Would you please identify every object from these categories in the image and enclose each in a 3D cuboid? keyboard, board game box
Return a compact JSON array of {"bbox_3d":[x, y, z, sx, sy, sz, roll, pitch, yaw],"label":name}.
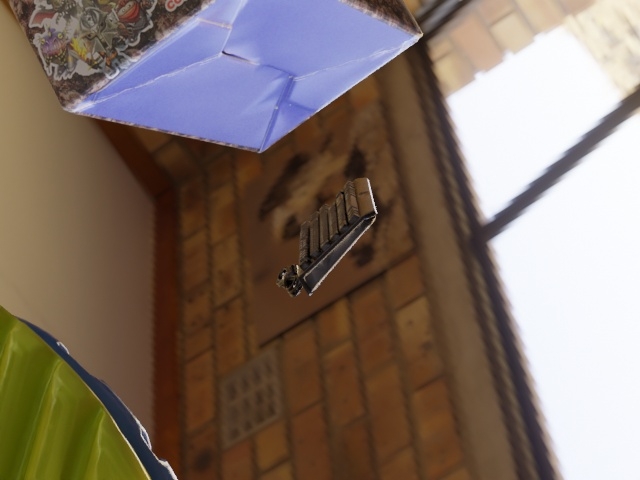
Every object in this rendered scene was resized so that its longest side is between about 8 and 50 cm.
[{"bbox_3d":[0.000,0.000,1.164,0.023,0.108,0.180,40,-172,-6],"label":"keyboard"},{"bbox_3d":[-0.100,-0.219,0.886,0.291,0.141,0.232,61,-160,14],"label":"board game box"}]

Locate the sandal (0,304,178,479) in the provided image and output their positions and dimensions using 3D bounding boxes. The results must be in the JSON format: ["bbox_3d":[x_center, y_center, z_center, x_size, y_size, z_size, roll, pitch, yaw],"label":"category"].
[{"bbox_3d":[-0.168,0.072,0.588,0.317,0.126,0.138,27,174,28],"label":"sandal"}]
